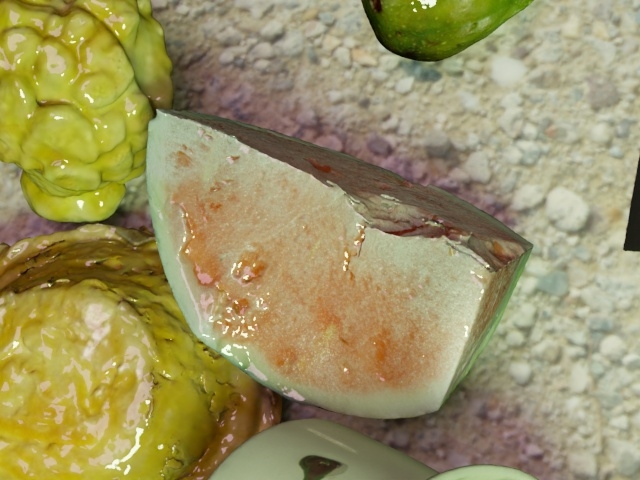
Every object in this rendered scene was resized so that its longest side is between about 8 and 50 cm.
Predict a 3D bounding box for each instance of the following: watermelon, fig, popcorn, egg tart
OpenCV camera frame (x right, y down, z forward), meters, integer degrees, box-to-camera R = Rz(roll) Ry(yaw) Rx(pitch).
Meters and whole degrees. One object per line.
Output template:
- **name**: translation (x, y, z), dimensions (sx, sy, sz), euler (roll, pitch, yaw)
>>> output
- **watermelon**: translation (0.000, 0.000, 1.291), dimensions (0.305, 0.180, 0.224), euler (25, 58, 15)
- **fig**: translation (0.110, -0.217, 1.363), dimensions (0.156, 0.123, 0.123), euler (-16, 69, 0)
- **popcorn**: translation (-0.226, -0.139, 1.410), dimensions (0.181, 0.216, 0.235), euler (-21, 45, -20)
- **egg tart**: translation (-0.198, 0.130, 1.350), dimensions (0.341, 0.132, 0.341), euler (-5, 73, 15)

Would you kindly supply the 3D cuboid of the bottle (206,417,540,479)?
- **bottle**: translation (0.077, 0.259, 1.109), dimensions (0.352, 0.229, 0.229), euler (19, 80, 47)

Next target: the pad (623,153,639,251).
- **pad**: translation (0.363, -0.061, 1.262), dimensions (0.246, 0.006, 0.170), euler (4, 75, 32)
